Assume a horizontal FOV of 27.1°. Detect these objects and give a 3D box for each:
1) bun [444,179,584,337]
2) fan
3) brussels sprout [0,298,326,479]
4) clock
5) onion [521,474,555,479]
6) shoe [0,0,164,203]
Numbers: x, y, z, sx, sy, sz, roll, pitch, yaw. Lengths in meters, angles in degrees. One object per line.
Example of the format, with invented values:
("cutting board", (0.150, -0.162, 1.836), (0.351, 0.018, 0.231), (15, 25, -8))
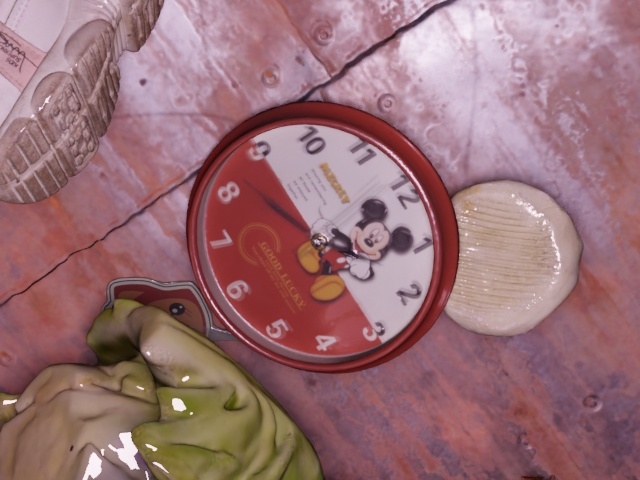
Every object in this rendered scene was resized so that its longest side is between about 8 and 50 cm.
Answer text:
("bun", (0.208, 0.015, 1.493), (0.183, 0.102, 0.183), (3, 98, 26))
("fan", (-0.155, 0.109, 1.583), (0.220, 0.009, 0.132), (6, 113, 0))
("brussels sprout", (-0.183, 0.307, 1.495), (0.425, 0.342, 0.361), (-44, 131, 18))
("clock", (0.000, 0.000, 1.492), (0.318, 0.080, 0.318), (4, 106, 16))
("onion", (0.240, 0.455, 1.569), (0.354, 0.353, 0.353), (0, 110, 1))
("shoe", (-0.296, -0.204, 1.343), (0.198, 0.351, 0.172), (20, 151, 7))
